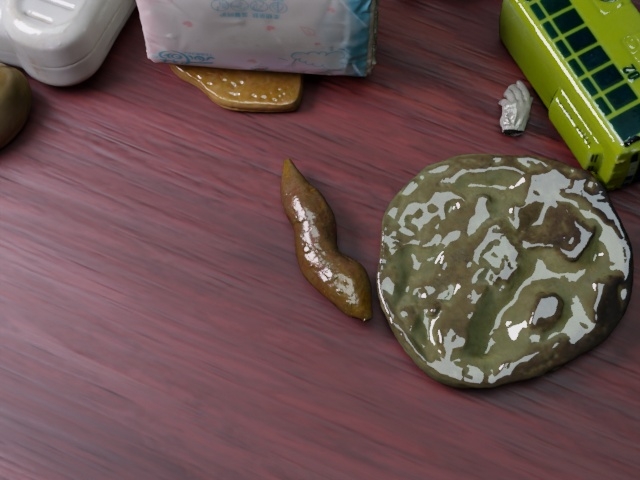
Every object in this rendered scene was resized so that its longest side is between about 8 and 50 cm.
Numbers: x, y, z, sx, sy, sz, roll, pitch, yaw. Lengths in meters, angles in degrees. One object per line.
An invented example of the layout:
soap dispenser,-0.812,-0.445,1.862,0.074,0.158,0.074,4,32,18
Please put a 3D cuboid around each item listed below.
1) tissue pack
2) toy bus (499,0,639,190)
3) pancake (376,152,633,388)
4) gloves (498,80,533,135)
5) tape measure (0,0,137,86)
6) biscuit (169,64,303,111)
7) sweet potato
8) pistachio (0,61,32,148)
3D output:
tissue pack,-0.066,-0.280,1.497,0.271,0.201,0.124,4,63,2
toy bus,0.323,-0.190,1.523,0.150,0.128,0.262,-27,70,-8
pancake,0.204,0.026,1.489,0.294,0.049,0.294,-1,72,4
gloves,0.231,-0.151,1.562,0.044,0.037,0.081,13,60,-32
tape measure,-0.321,-0.325,1.593,0.265,0.130,0.258,21,69,15
biscuit,-0.105,-0.234,1.601,0.220,0.029,0.142,33,74,12
sweet potato,-0.003,0.002,1.502,0.065,0.051,0.218,-27,71,-4
pistachio,-0.426,-0.146,1.545,0.185,0.126,0.108,-31,30,-6
